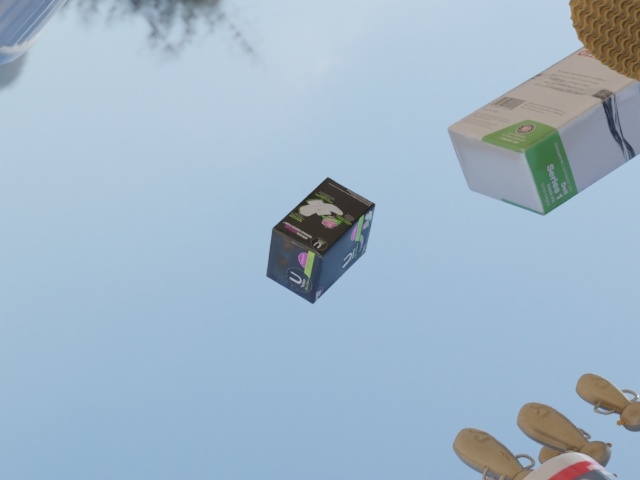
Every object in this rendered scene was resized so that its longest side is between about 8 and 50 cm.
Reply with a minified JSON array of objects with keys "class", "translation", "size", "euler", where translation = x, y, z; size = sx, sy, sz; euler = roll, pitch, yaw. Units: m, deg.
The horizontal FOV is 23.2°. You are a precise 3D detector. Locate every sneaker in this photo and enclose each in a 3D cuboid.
[{"class":"sneaker","translation":[0.278,-0.152,1.201],"size":[0.084,0.185,0.069],"euler":[-20,140,-48]}]

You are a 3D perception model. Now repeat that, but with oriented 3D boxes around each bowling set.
[{"class":"bowling set","translation":[0.324,0.318,2.080],"size":[0.287,0.200,0.154],"euler":[-22,-148,-27]}]

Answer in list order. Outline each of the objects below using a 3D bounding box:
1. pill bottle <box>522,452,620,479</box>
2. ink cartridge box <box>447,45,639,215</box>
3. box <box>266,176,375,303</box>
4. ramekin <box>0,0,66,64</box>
[{"class":"pill bottle","translation":[0.186,0.216,0.903],"size":[0.108,0.108,0.180],"euler":[-43,-125,-12]},{"class":"ink cartridge box","translation":[0.285,-0.133,1.802],"size":[0.219,0.092,0.160],"euler":[-31,-155,-18]},{"class":"box","translation":[0.000,0.000,1.314],"size":[0.083,0.052,0.062],"euler":[-43,155,-39]},{"class":"ramekin","translation":[-0.276,-0.254,1.233],"size":[0.109,0.207,0.207],"euler":[-36,-160,26]}]
